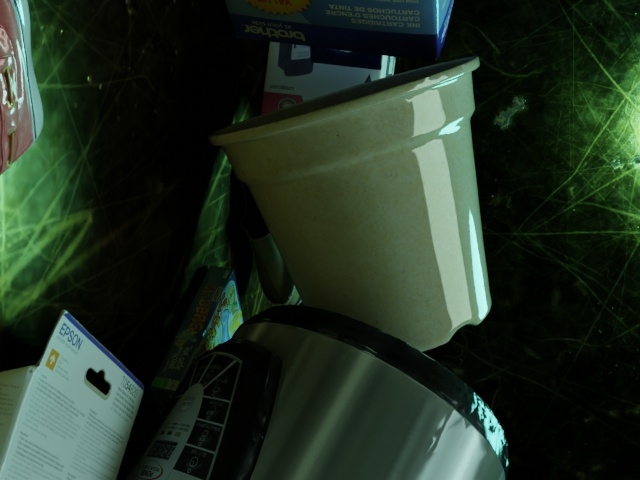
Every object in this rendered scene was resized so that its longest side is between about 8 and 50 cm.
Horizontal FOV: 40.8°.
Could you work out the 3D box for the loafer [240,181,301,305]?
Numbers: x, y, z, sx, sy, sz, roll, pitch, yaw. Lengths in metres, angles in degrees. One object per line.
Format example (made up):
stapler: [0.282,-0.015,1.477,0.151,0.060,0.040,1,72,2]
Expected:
loafer: [-0.077,-0.011,1.235,0.087,0.094,0.251,-29,120,-43]

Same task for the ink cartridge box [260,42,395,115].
ink cartridge box: [0.018,-0.266,1.250,0.100,0.172,0.237,-8,106,-76]

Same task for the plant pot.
plant pot: [0.066,-0.032,1.061,0.334,0.334,0.305,-48,123,-68]

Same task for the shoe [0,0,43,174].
shoe: [-0.225,-0.111,0.544,0.081,0.064,0.178,-76,171,-45]

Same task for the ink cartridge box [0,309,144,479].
ink cartridge box: [-0.234,0.197,0.741,0.223,0.045,0.223,74,26,-62]

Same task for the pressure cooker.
pressure cooker: [-0.026,0.327,0.929,0.420,0.376,0.369,-58,157,-26]

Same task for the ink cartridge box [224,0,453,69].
ink cartridge box: [0.017,-0.354,0.973,0.395,0.270,0.151,71,32,-63]

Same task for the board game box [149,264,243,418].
board game box: [-0.150,0.150,1.092,0.136,0.035,0.201,85,19,-45]
